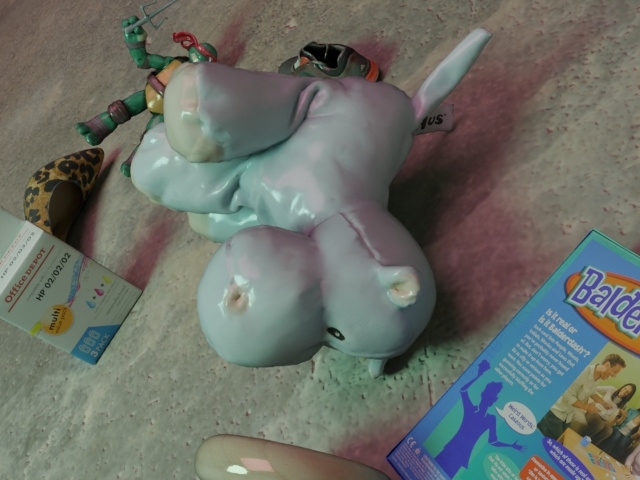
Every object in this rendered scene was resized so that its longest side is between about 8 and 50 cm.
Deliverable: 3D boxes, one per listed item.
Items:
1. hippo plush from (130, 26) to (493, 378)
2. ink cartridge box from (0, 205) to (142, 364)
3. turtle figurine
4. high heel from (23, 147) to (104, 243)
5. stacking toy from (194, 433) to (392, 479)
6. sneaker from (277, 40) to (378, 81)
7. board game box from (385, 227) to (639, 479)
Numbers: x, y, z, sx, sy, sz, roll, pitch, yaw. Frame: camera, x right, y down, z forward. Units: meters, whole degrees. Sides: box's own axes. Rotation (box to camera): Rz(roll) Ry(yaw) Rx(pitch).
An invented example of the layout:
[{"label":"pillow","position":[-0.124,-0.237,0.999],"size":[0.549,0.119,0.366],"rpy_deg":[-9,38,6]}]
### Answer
[{"label":"hippo plush","position":[0.000,0.000,0.634],"size":[0.294,0.234,0.236],"rpy_deg":[-7,65,-11]},{"label":"ink cartridge box","position":[-0.307,0.051,0.860],"size":[0.061,0.181,0.104],"rpy_deg":[18,74,50]},{"label":"turtle figurine","position":[-0.205,-0.198,1.025],"size":[0.175,0.118,0.234],"rpy_deg":[43,96,11]},{"label":"high heel","position":[-0.338,-0.015,1.055],"size":[0.186,0.093,0.261],"rpy_deg":[22,62,28]},{"label":"stacking toy","position":[-0.047,0.297,0.471],"size":[0.141,0.141,0.330],"rpy_deg":[-6,63,42]},{"label":"sneaker","position":[-0.003,-0.202,0.862],"size":[0.158,0.065,0.061],"rpy_deg":[13,70,48]},{"label":"board game box","position":[0.159,0.113,0.464],"size":[0.210,0.047,0.160],"rpy_deg":[-48,38,3]}]
